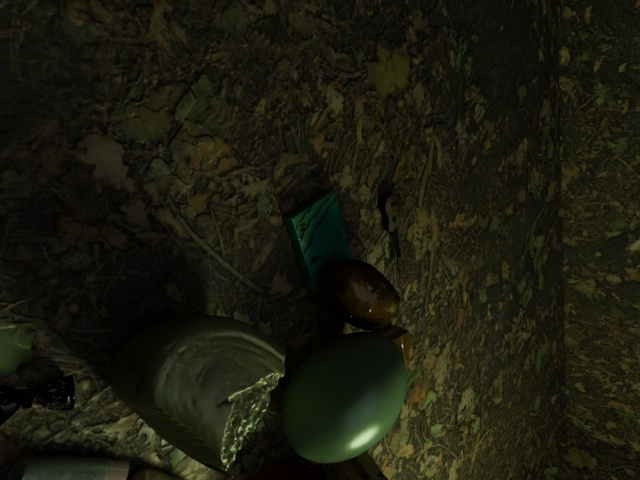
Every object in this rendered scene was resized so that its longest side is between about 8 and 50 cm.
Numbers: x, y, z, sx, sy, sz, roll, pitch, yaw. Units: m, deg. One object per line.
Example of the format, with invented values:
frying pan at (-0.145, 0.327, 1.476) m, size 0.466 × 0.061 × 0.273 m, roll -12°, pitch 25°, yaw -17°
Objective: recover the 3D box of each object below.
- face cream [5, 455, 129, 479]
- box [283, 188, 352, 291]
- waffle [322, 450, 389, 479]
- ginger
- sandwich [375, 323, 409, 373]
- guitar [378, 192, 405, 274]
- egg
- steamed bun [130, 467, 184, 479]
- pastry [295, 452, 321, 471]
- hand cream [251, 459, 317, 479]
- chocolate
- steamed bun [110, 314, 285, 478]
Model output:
face cream at (-0.458, 0.437, 0.834) m, size 0.198 × 0.057 × 0.084 m, roll 36°, pitch 74°, yaw -45°
box at (0.000, 0.000, 1.207) m, size 0.161 × 0.042 × 0.226 m, roll -37°, pitch 123°, yaw -35°
waffle at (0.109, 0.760, 1.247) m, size 0.114 × 0.261 × 0.376 m, roll -18°, pitch 132°, yaw -35°
ginger at (0.125, 0.165, 1.244) m, size 0.165 × 0.172 × 0.321 m, roll -58°, pitch 143°, yaw -14°
sandwich at (0.226, 0.373, 1.487) m, size 0.114 × 0.079 × 0.163 m, roll -14°, pitch 109°, yaw -41°
guitar at (0.232, -0.016, 1.437) m, size 0.084 × 0.038 × 0.270 m, roll -25°, pitch 113°, yaw -38°
egg at (0.069, 0.399, 1.191) m, size 0.389 × 0.276 × 0.276 m, roll -38°, pitch 123°, yaw -33°
steamed bun at (-0.341, 0.616, 0.952) m, size 0.231 × 0.111 × 0.212 m, roll 47°, pitch 66°, yaw -37°
pastry at (0.020, 0.554, 1.293) m, size 0.209 × 0.115 × 0.097 m, roll -28°, pitch 152°, yaw -38°
hand cream at (-0.090, 0.715, 1.193) m, size 0.230 × 0.150 × 0.230 m, roll -14°, pitch 109°, yaw -45°
chocolate at (-0.493, 0.270, 0.761) m, size 0.147 × 0.070 × 0.072 m, roll -6°, pitch 75°, yaw -45°
steamed bun at (-0.227, 0.247, 0.884) m, size 0.273 × 0.291 × 0.272 m, roll 57°, pitch 45°, yaw -27°
